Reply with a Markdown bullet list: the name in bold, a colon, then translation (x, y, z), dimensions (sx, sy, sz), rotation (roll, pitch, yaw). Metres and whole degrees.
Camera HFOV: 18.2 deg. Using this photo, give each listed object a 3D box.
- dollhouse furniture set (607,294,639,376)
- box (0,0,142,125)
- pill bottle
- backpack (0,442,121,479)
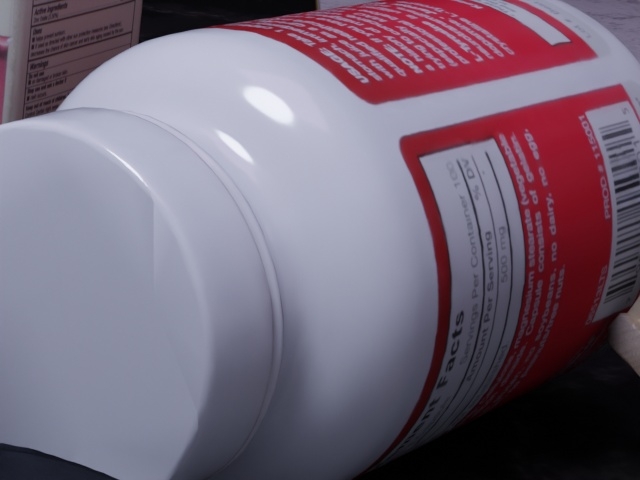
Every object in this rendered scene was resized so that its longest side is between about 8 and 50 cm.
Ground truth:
- **dollhouse furniture set**: translation (0.358, 0.069, 0.919), dimensions (0.362, 0.256, 0.394), rotation (16, 23, -39)
- **box**: translation (-0.195, -0.068, 1.136), dimensions (0.127, 0.232, 0.148), rotation (14, 18, 20)
- **pill bottle**: translation (0.000, 0.000, 0.995), dimensions (0.229, 0.229, 0.407), rotation (17, 19, 31)
- **backpack**: translation (-0.122, 0.144, 0.674), dimensions (0.182, 0.115, 0.152), rotation (-1, 30, -28)
